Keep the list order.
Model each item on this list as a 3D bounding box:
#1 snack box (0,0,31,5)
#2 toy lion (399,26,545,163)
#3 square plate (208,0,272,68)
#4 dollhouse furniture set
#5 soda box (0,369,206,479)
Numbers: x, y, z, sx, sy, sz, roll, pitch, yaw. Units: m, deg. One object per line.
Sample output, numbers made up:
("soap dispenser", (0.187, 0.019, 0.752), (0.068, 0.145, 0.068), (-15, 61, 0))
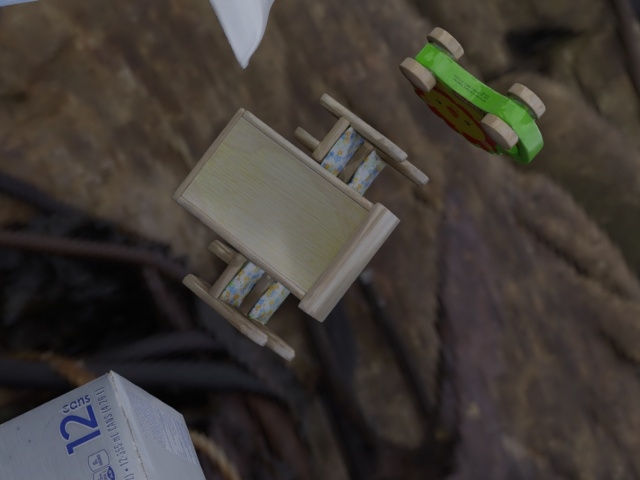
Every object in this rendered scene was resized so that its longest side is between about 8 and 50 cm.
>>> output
("snack box", (-0.273, -0.227, 1.273), (0.207, 0.070, 0.174), (35, 28, 20))
("toy lion", (0.090, -0.076, 1.144), (0.100, 0.034, 0.096), (38, -8, 27))
("square plate", (-0.111, -0.351, 1.798), (0.347, 0.049, 0.344), (-81, 147, -73))
("dollhouse furniture set", (0.000, 0.000, 1.713), (0.161, 0.212, 0.242), (38, 0, 23))
("soda box", (-0.065, 0.205, 0.788), (0.286, 0.098, 0.091), (67, 9, 22))
